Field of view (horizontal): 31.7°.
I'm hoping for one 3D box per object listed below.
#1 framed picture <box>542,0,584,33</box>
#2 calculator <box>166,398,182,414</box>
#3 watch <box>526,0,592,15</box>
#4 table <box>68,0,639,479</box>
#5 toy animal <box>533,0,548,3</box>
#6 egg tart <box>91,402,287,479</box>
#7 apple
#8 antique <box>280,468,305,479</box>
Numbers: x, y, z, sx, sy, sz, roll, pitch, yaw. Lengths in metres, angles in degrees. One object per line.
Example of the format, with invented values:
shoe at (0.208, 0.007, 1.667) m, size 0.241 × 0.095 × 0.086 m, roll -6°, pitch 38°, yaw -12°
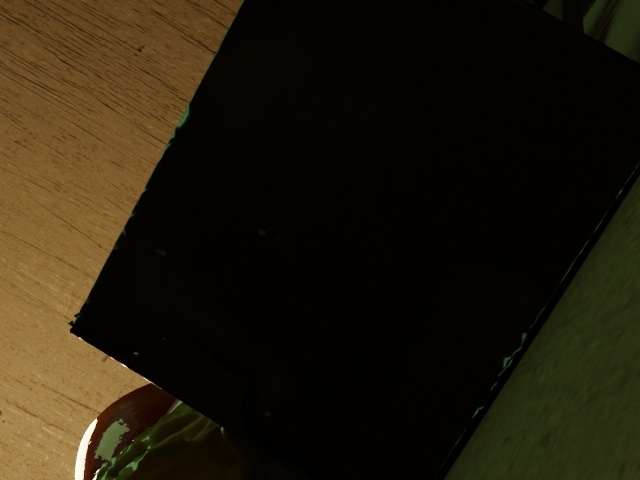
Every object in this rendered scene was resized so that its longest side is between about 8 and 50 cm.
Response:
framed picture at (0.177, -0.126, 0.939) m, size 0.168 × 0.023 × 0.128 m, roll -76°, pitch 13°, yaw -52°
calculator at (-0.128, 0.274, 1.224) m, size 0.048 × 0.220 × 0.330 m, roll 44°, pitch -110°, yaw -47°
watch at (0.180, -0.261, 1.137) m, size 0.274 × 0.241 × 0.305 m, roll -40°, pitch -13°, yaw -39°
table at (0.039, -0.030, 0.648) m, size 0.251 × 0.196 × 0.282 m, roll -61°, pitch -4°, yaw 12°
toy animal at (0.199, -0.269, 0.755) m, size 0.343 × 0.168 × 0.106 m, roll -40°, pitch -16°, yaw -39°
egg tart at (-0.106, 0.246, 0.693) m, size 0.352 × 0.153 × 0.339 m, roll -60°, pitch -2°, yaw -9°
apple at (-0.177, 0.299, 1.420) m, size 0.260 × 0.260 × 0.216 m, roll -59°, pitch 18°, yaw -9°
antique at (-0.064, 0.228, 1.088) m, size 0.221 × 0.081 × 0.080 m, roll -51°, pitch 30°, yaw 12°
